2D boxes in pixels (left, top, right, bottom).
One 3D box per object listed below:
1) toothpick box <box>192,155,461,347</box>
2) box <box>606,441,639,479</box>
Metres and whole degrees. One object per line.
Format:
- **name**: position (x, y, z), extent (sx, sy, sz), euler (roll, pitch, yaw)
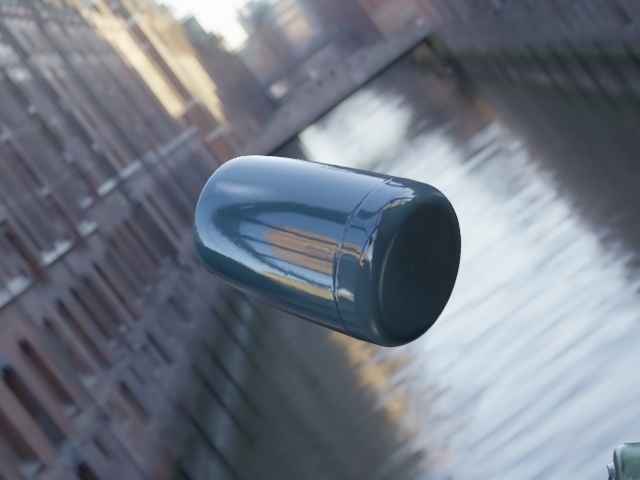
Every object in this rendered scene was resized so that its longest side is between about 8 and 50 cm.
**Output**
- **toothpick box**: position (0.000, 0.000, 1.316), extent (0.184, 0.120, 0.120), euler (17, 42, 36)
- **box**: position (0.298, 0.275, 1.376), extent (0.178, 0.252, 0.328), euler (2, -19, 4)
